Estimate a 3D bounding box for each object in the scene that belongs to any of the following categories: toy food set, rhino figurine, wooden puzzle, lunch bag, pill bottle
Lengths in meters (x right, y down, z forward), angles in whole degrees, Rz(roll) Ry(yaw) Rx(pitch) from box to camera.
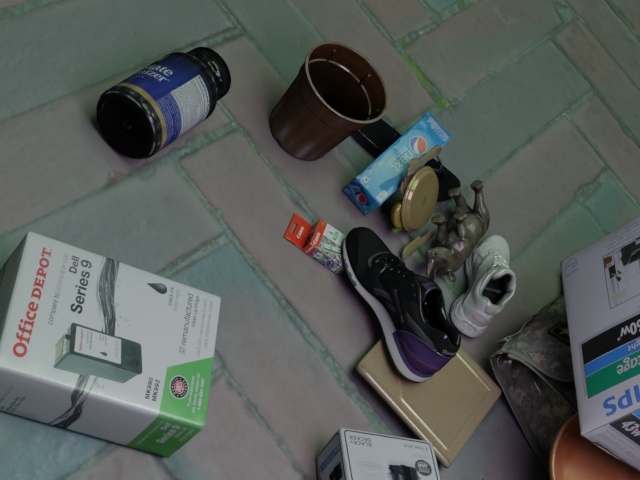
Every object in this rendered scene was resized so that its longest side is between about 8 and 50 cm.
[{"bbox_3d":[0.167,-0.075,1.884,0.038,0.192,0.132,19,33,29],"label":"toy food set"},{"bbox_3d":[0.245,-0.003,1.922,0.243,0.073,0.106,-53,135,-43],"label":"rhino figurine"},{"bbox_3d":[0.181,0.236,1.761,0.221,0.044,0.239,48,41,0],"label":"wooden puzzle"},{"bbox_3d":[0.451,0.249,1.853,0.235,0.169,0.287,-32,85,-41],"label":"lunch bag"},{"bbox_3d":[-0.243,-0.227,1.685,0.123,0.123,0.219,48,46,-1],"label":"pill bottle"}]

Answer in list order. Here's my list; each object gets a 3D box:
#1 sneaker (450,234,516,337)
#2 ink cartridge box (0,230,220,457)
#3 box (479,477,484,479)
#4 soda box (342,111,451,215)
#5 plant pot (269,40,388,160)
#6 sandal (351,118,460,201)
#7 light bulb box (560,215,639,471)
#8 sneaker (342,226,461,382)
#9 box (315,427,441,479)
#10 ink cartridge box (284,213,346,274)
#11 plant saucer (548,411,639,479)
[{"bbox_3d":[0.319,0.070,1.910,0.090,0.115,0.232,34,48,-14],"label":"sneaker"},{"bbox_3d":[-0.296,0.142,1.411,0.289,0.121,0.211,21,52,-24],"label":"ink cartridge box"},{"bbox_3d":[0.273,0.471,1.647,0.105,0.043,0.179,-30,95,-44],"label":"box"},{"bbox_3d":[0.139,-0.139,1.902,0.210,0.071,0.067,-42,91,-26],"label":"soda box"},{"bbox_3d":[0.003,-0.232,1.838,0.167,0.165,0.167,19,53,-27],"label":"plant pot"},{"bbox_3d":[0.163,-0.160,1.985,0.254,0.054,0.097,34,48,-14],"label":"sandal"},{"bbox_3d":[0.594,0.198,1.689,0.358,0.225,0.361,34,39,-26],"label":"light bulb box"},{"bbox_3d":[0.144,0.080,1.725,0.107,0.124,0.283,-9,62,-42],"label":"sneaker"},{"bbox_3d":[0.099,0.422,1.501,0.169,0.087,0.290,13,44,-25],"label":"box"},{"bbox_3d":[0.000,0.000,1.782,0.115,0.029,0.063,35,48,-14],"label":"ink cartridge box"},{"bbox_3d":[0.450,0.368,1.691,0.200,0.037,0.200,5,75,-19],"label":"plant saucer"}]
